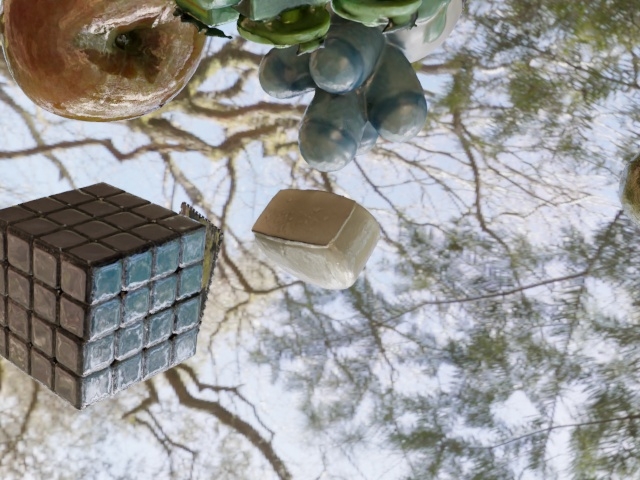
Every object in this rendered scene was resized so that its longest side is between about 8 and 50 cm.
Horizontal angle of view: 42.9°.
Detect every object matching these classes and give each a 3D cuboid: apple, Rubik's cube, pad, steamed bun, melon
[{"bbox_3d":[-0.273,-0.272,1.032,0.194,0.261,0.261,32,-73,42],"label":"apple"},{"bbox_3d":[-0.486,0.103,1.757,0.344,0.344,0.337,22,-62,29],"label":"Rubik's cube"},{"bbox_3d":[-0.320,0.063,1.991,0.270,0.012,0.269,36,-66,54],"label":"pad"},{"bbox_3d":[0.000,0.000,1.602,0.242,0.164,0.146,10,-122,42],"label":"steamed bun"},{"bbox_3d":[0.510,-0.076,1.196,0.139,0.192,0.139,6,-76,26],"label":"melon"}]

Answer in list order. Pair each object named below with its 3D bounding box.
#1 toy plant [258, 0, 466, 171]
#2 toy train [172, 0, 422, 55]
[{"bbox_3d":[0.051,-0.250,1.159,0.247,0.247,0.332,12,-110,38],"label":"toy plant"},{"bbox_3d":[-0.015,-0.283,0.772,0.188,0.272,0.159,40,-38,39],"label":"toy train"}]
